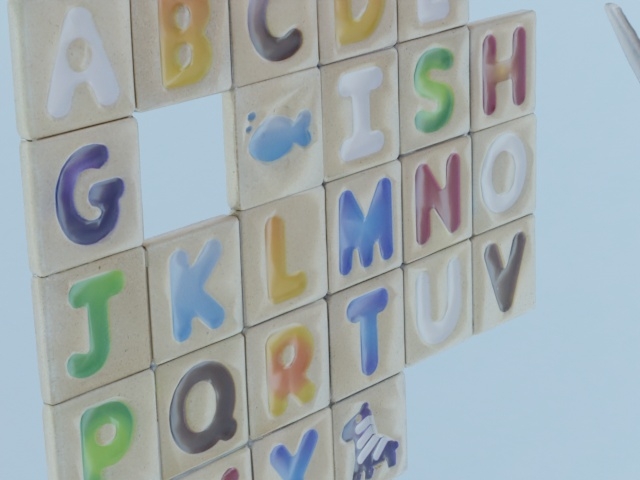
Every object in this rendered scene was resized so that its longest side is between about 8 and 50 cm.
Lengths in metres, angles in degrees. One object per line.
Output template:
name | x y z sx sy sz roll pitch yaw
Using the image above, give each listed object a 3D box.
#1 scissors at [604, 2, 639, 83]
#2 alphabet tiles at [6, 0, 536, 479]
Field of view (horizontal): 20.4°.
scissors | 0.137 0.021 0.541 0.021 0.297 0.109 -27 -63 7
alphabet tiles | 0.000 0.000 0.589 0.237 0.009 0.198 -20 -65 -44
